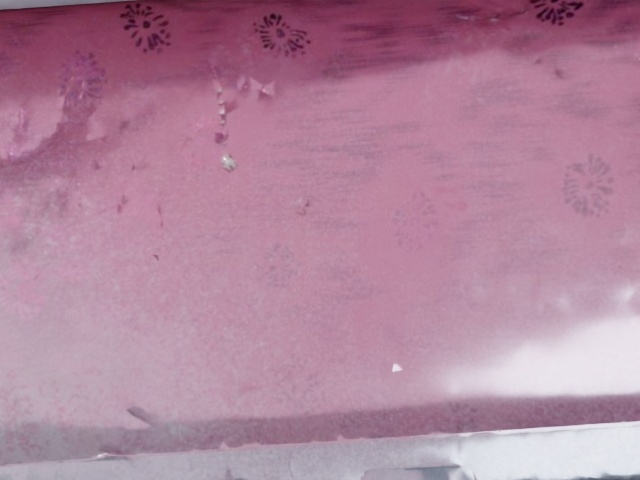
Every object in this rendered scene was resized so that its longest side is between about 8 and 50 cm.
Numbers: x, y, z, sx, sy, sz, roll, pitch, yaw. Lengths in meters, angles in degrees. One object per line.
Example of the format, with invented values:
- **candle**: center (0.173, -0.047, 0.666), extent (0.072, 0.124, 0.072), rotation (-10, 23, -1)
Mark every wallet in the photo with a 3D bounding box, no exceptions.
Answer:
- **wallet**: center (0.000, 0.000, 0.403), extent (0.232, 0.025, 0.119), rotation (-4, 84, 0)
